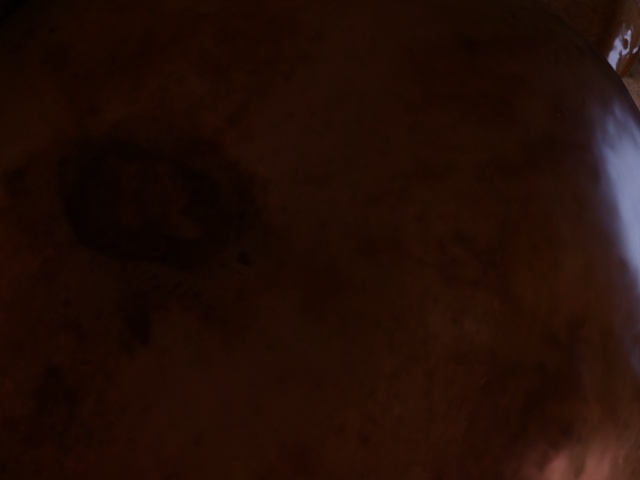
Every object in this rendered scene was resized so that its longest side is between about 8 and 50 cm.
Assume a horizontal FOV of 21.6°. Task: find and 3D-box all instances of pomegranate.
[{"bbox_3d":[-0.021,0.043,0.673,0.338,0.338,0.338,-42,177,-3],"label":"pomegranate"}]

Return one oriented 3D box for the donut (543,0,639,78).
[{"bbox_3d":[0.116,-0.102,1.359,0.317,0.150,0.299,-58,-163,-9],"label":"donut"}]
